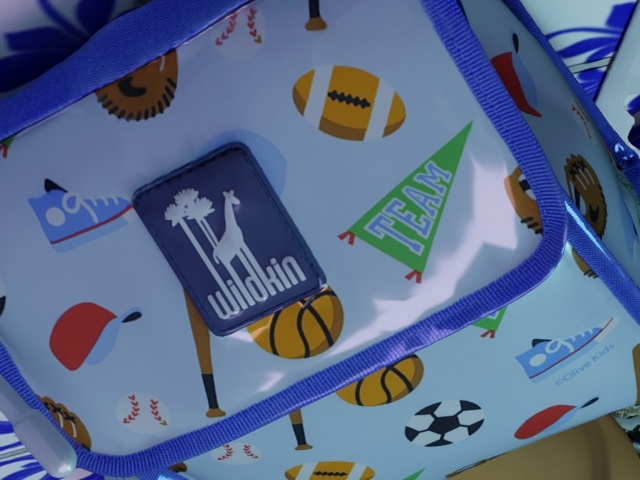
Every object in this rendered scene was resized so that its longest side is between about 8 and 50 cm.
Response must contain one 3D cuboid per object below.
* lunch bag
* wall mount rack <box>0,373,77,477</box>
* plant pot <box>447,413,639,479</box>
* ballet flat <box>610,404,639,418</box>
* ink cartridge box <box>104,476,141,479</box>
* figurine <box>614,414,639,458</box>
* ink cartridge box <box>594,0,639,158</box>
[{"bbox_3d":[0.000,0.000,0.881,0.328,0.239,0.385,-26,140,17],"label":"lunch bag"},{"bbox_3d":[-0.300,0.077,0.836,0.304,0.130,0.350,15,146,-18],"label":"wall mount rack"},{"bbox_3d":[0.066,0.181,1.141,0.291,0.291,0.203,-29,130,21],"label":"plant pot"},{"bbox_3d":[0.336,0.109,1.572,0.483,0.164,0.182,-4,175,-23],"label":"ballet flat"},{"bbox_3d":[-0.046,0.223,1.515,0.273,0.114,0.197,-25,157,12],"label":"ink cartridge box"},{"bbox_3d":[0.186,0.240,1.472,0.215,0.092,0.209,3,157,-28],"label":"figurine"},{"bbox_3d":[0.392,-0.082,1.093,0.385,0.091,0.308,17,157,5],"label":"ink cartridge box"}]
